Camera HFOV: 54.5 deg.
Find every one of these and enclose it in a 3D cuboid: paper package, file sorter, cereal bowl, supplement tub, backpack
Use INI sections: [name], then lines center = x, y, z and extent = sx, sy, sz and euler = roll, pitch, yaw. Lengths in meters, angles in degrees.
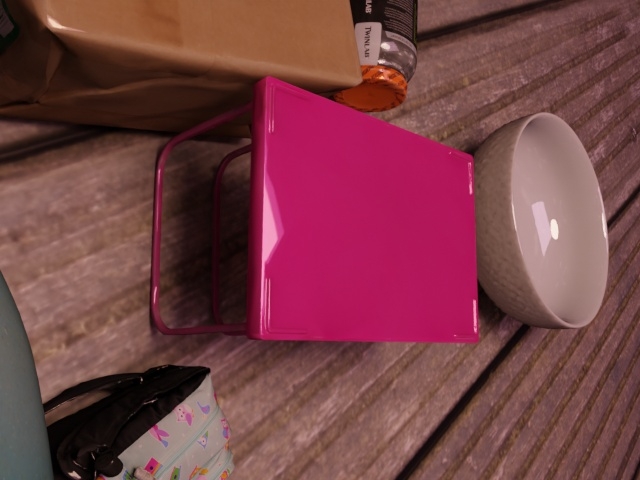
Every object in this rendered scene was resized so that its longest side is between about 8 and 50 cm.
[paper package]
center = -0.141, -0.271, 0.535
extent = 0.310, 0.168, 0.324
euler = -4, 83, -44
[file sorter]
center = 0.000, 0.000, 0.623
extent = 0.291, 0.182, 0.202
euler = 10, 76, -43
[cereal bowl]
center = 0.327, -0.023, 0.993
extent = 0.339, 0.141, 0.338
euler = 12, 73, -44
[supplement tub]
center = 0.065, -0.269, 0.790
extent = 0.117, 0.117, 0.190
euler = 17, 69, -43
[backpack]
center = -0.152, 0.170, 0.477
extent = 0.182, 0.152, 0.115
euler = -29, 109, -57

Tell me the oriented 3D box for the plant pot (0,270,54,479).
[plant pot]
center = -0.271, 0.067, 0.293
extent = 0.272, 0.272, 0.255
euler = 6, 63, -45
